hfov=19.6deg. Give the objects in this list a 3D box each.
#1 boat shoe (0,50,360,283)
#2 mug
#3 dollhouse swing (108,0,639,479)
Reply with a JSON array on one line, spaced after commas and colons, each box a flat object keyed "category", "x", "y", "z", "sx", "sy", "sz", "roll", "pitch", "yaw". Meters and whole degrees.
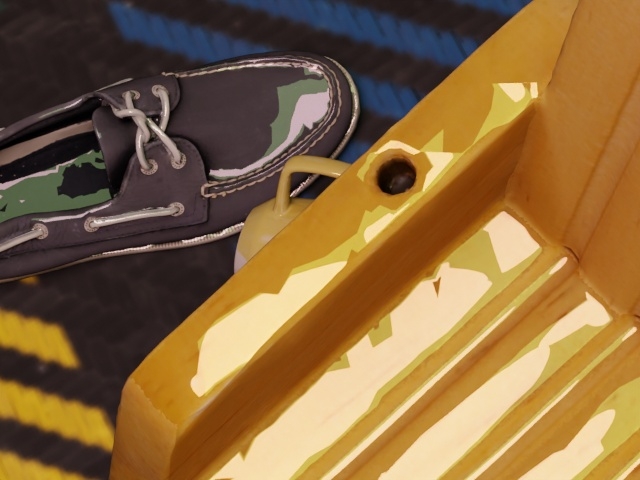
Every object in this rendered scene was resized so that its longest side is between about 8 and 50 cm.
[{"category": "boat shoe", "x": -0.081, "y": -0.032, "z": 0.791, "sx": 0.206, "sy": 0.065, "sz": 0.075, "roll": -19, "pitch": 80, "yaw": 0}, {"category": "mug", "x": 0.000, "y": 0.002, "z": 0.786, "sx": 0.064, "sy": 0.062, "sz": 0.078, "roll": 14, "pitch": 98, "yaw": 14}, {"category": "dollhouse swing", "x": 0.109, "y": 0.099, "z": 0.560, "sx": 0.315, "sy": 0.305, "sz": 0.347, "roll": -42, "pitch": 76, "yaw": -2}]
